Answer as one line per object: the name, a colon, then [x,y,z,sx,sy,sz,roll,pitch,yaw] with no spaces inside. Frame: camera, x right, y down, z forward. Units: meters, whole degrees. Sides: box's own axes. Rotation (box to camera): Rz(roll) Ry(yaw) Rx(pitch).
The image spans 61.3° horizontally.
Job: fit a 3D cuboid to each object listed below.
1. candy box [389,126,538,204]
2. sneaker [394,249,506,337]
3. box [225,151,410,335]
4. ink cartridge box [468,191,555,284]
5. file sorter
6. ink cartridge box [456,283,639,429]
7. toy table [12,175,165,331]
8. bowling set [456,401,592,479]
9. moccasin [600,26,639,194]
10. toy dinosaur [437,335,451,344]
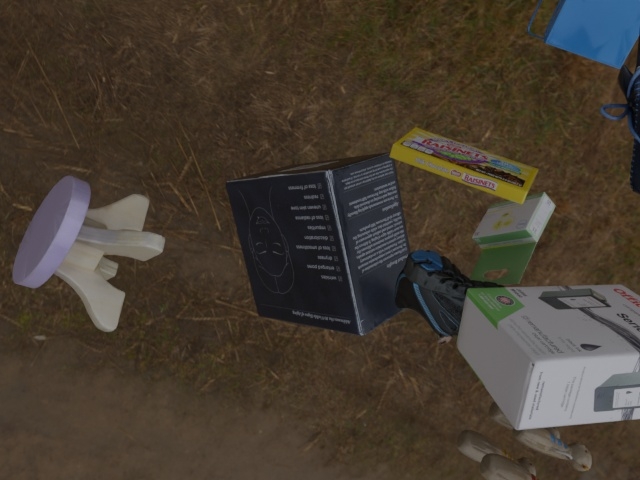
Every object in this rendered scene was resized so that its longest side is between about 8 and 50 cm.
candy box: [0.219,-0.118,0.821,0.105,0.206,0.027,-40,148,-53]
sneaker: [0.315,0.152,1.129,0.125,0.341,0.139,-35,153,-52]
box: [0.000,0.000,1.679,0.298,0.480,0.470,-21,106,-42]
ink cartridge box: [0.437,-0.001,1.287,0.056,0.171,0.235,44,65,-17]
file sorter: [0.508,-0.421,1.032,0.171,0.104,0.118,13,118,-14]
ink cartridge box: [0.368,0.156,0.778,0.273,0.198,0.114,-1,112,-11]
toy table: [-0.390,0.012,0.906,0.161,0.274,0.251,25,71,-36]
bowling set: [0.357,0.329,0.859,0.154,0.287,0.199,27,93,-5]
moccasin: [0.493,-0.230,0.774,0.138,0.117,0.341,11,93,-40]
toy dinosaur: [0.431,0.197,1.552,0.296,0.127,0.200,-26,149,36]
